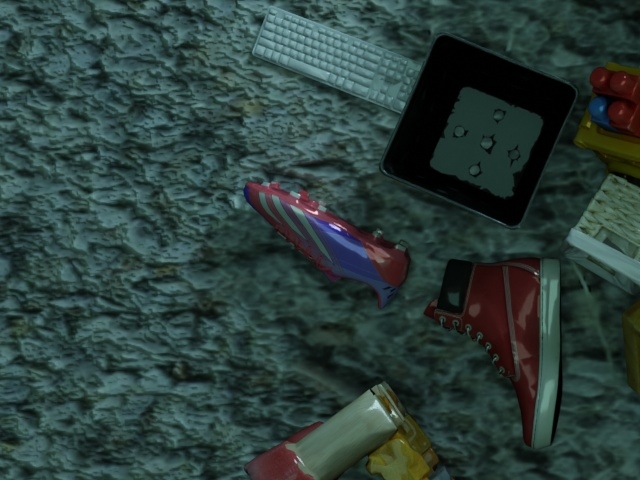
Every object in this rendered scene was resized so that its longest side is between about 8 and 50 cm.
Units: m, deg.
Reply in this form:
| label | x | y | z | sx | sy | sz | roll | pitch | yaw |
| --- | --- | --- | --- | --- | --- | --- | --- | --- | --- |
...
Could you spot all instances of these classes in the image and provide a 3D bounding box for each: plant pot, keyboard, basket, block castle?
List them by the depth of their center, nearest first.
| label | x | y | z | sx | sy | sz | roll | pitch | yaw |
| --- | --- | --- | --- | --- | --- | --- | --- | --- | --- |
| block castle | 0.066 | 0.339 | 1.520 | 0.213 | 0.453 | 0.303 | -37 | 83 | 1 |
| basket | 0.370 | -0.007 | 1.608 | 0.113 | 0.167 | 0.103 | 31 | 90 | 10 |
| plant pot | 0.203 | -0.132 | 1.641 | 0.187 | 0.167 | 0.188 | 24 | 94 | 10 |
| keyboard | 0.034 | -0.237 | 1.753 | 0.256 | 0.014 | 0.072 | 23 | 93 | 11 |

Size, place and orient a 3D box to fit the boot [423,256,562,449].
| label | x | y | z | sx | sy | sz | roll | pitch | yaw |
| --- | --- | --- | --- | --- | --- | --- | --- | --- | --- |
| boot | 0.221 | 0.144 | 1.676 | 0.176 | 0.088 | 0.244 | -2 | 81 | 11 |

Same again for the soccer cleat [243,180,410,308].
| label | x | y | z | sx | sy | sz | roll | pitch | yaw |
| --- | --- | --- | --- | --- | --- | --- | --- | --- | --- |
| soccer cleat | 0.000 | 0.000 | 1.725 | 0.248 | 0.083 | 0.095 | 26 | 98 | 8 |

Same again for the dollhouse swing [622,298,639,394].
| label | x | y | z | sx | sy | sz | roll | pitch | yaw |
| --- | --- | --- | --- | --- | --- | --- | --- | --- | --- |
| dollhouse swing | 0.556 | 0.206 | 1.486 | 0.315 | 0.347 | 0.305 | -38 | 122 | -3 |

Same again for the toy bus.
| label | x | y | z | sx | sy | sz | roll | pitch | yaw |
| --- | --- | --- | --- | --- | --- | --- | --- | --- | --- |
| toy bus | 0.412 | -0.135 | 1.545 | 0.220 | 0.211 | 0.149 | 22 | 86 | 44 |
